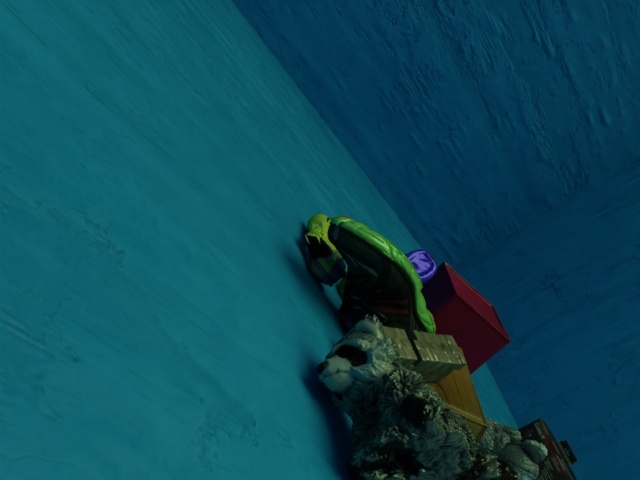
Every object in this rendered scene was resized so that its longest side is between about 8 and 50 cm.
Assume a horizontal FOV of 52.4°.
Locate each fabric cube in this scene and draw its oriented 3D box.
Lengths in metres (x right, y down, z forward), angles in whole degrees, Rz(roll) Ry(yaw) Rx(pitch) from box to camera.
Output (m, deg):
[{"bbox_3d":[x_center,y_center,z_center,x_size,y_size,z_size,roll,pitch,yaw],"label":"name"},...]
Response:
[{"bbox_3d":[0.412,0.275,2.117,0.254,0.258,0.259,40,17,-12],"label":"fabric cube"}]

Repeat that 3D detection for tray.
[{"bbox_3d":[0.311,0.369,1.758,0.203,0.076,0.411,25,18,-5],"label":"tray"}]

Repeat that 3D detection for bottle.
[{"bbox_3d":[0.208,0.128,1.815,0.118,0.283,0.092,-25,74,-37],"label":"bottle"}]

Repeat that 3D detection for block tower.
[{"bbox_3d":[0.199,0.273,1.550,0.335,0.097,0.091,13,41,-38],"label":"block tower"}]

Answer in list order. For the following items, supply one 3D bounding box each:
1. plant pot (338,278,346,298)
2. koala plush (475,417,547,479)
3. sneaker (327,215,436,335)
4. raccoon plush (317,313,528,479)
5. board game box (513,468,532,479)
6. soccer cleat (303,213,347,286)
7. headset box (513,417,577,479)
[{"bbox_3d":[0.095,0.134,1.781,0.083,0.081,0.081,39,20,-23],"label":"plant pot"},{"bbox_3d":[0.523,0.624,1.850,0.203,0.196,0.221,41,-11,-35],"label":"koala plush"},{"bbox_3d":[0.135,0.142,1.586,0.185,0.202,0.483,32,-23,53],"label":"sneaker"},{"bbox_3d":[0.178,0.350,1.259,0.446,0.216,0.299,42,16,-29],"label":"raccoon plush"},{"bbox_3d":[0.488,0.706,1.669,0.039,0.211,0.160,21,-15,40],"label":"board game box"},{"bbox_3d":[0.001,0.000,1.708,0.121,0.093,0.289,47,17,-32],"label":"soccer cleat"},{"bbox_3d":[0.625,0.696,1.963,0.110,0.293,0.218,49,15,-35],"label":"headset box"}]
